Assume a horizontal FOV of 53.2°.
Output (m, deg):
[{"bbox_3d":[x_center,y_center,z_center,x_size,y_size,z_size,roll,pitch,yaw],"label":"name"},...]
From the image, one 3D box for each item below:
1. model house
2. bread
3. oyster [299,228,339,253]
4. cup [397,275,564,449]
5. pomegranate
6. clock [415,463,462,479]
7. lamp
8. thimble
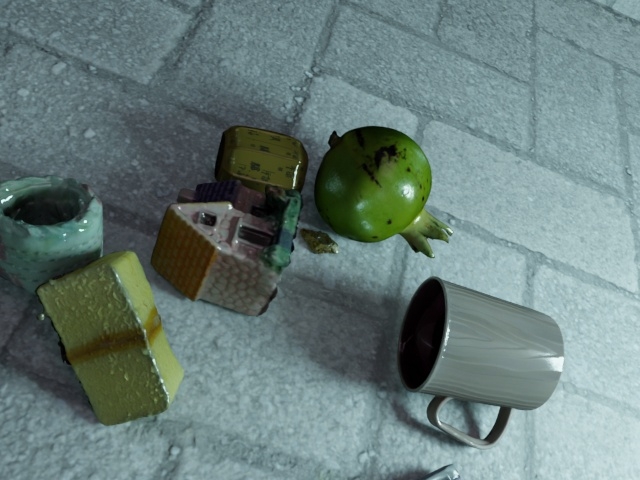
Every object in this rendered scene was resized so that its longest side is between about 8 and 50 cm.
[{"bbox_3d":[-0.179,-0.019,1.217,0.237,0.202,0.237,18,53,-11],"label":"model house"},{"bbox_3d":[-0.324,0.156,1.056,0.178,0.141,0.266,-32,105,-46],"label":"bread"},{"bbox_3d":[-0.001,0.002,1.385,0.093,0.034,0.051,14,46,-8],"label":"oyster"},{"bbox_3d":[0.305,0.236,1.242,0.273,0.208,0.288,15,53,-14],"label":"cup"},{"bbox_3d":[0.139,-0.099,1.384,0.340,0.260,0.260,38,52,2],"label":"pomegranate"},{"bbox_3d":[0.181,0.510,1.086,0.253,0.083,0.186,-15,66,-30],"label":"clock"},{"bbox_3d":[-0.126,-0.162,1.368,0.185,0.161,0.161,10,55,-18],"label":"lamp"},{"bbox_3d":[-0.483,-0.015,1.100,0.211,0.149,0.185,4,38,-11],"label":"thimble"}]
